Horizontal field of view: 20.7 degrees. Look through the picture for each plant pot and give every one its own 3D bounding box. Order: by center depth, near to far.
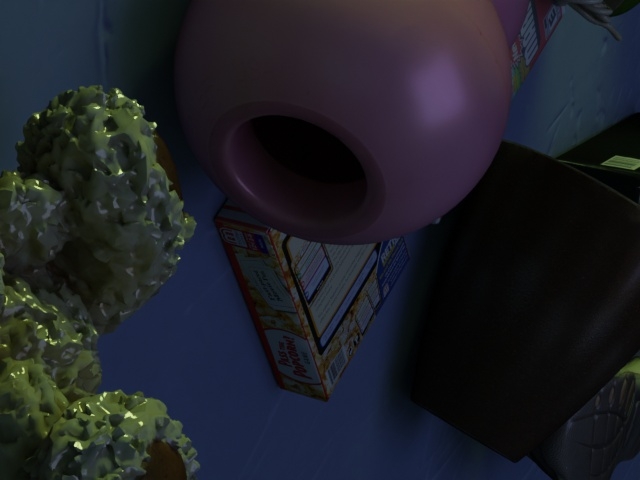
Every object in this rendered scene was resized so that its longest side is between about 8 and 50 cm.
[{"bbox_3d":[0.182,0.067,1.507,0.230,0.215,0.215,-60,152,-4],"label":"plant pot"}]

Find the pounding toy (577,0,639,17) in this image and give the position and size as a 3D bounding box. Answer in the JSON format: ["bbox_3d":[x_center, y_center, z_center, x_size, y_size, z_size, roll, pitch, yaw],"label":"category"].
[{"bbox_3d":[0.299,-0.289,1.500,0.237,0.110,0.183,145,-57,-70],"label":"pounding toy"}]

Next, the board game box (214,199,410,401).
[{"bbox_3d":[0.000,0.000,1.262,0.147,0.045,0.193,-58,149,-32],"label":"board game box"}]

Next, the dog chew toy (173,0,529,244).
[{"bbox_3d":[0.041,-0.155,1.109,0.206,0.206,0.332,76,30,-44],"label":"dog chew toy"}]

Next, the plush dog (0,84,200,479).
[{"bbox_3d":[-0.191,0.032,0.800,0.225,0.210,0.262,43,35,-45],"label":"plush dog"}]

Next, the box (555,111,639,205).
[{"bbox_3d":[0.323,-0.017,1.830,0.261,0.103,0.184,-26,122,-58],"label":"box"}]

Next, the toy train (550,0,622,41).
[{"bbox_3d":[0.164,-0.260,1.355,0.248,0.105,0.143,21,69,-46],"label":"toy train"}]

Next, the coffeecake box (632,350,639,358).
[{"bbox_3d":[0.415,0.112,2.027,0.185,0.142,0.068,-21,121,-59],"label":"coffeecake box"}]

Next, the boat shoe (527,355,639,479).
[{"bbox_3d":[0.242,0.168,1.733,0.355,0.130,0.132,7,100,-70],"label":"boat shoe"}]

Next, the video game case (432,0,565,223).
[{"bbox_3d":[0.133,-0.182,1.462,0.285,0.025,0.204,-57,148,-34],"label":"video game case"}]
